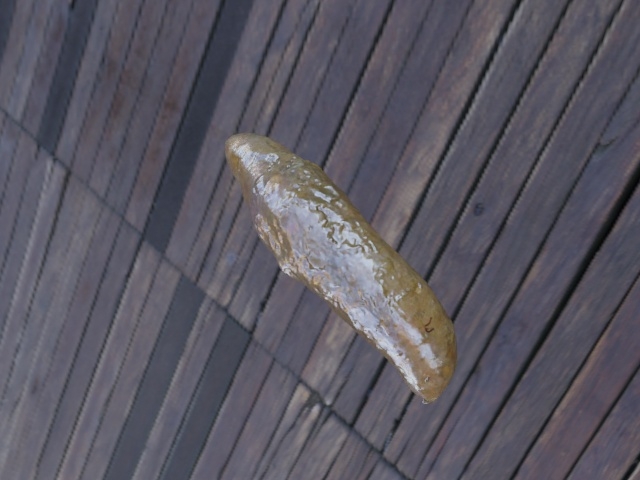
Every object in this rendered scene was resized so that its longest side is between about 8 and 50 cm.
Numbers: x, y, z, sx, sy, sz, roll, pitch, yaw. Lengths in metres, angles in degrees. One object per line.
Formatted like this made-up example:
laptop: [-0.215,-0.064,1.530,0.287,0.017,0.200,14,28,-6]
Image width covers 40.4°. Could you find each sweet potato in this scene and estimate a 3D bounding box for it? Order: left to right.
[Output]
sweet potato: [0.001,0.000,0.799,0.092,0.114,0.341,-39,68,-6]
